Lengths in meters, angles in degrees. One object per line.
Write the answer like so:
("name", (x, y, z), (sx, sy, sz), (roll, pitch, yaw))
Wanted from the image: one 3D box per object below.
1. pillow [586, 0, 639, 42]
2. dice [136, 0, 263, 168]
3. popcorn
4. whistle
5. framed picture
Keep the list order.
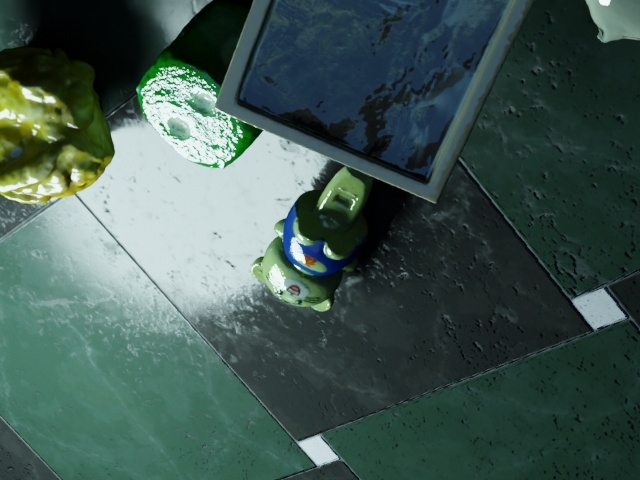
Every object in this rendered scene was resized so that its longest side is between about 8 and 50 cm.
("pillow", (0.331, -0.226, 1.013), (0.254, 0.078, 0.144), (3, 126, 29))
("dice", (-0.102, -0.160, 1.287), (0.131, 0.128, 0.120), (41, 136, -6))
("popcorn", (-0.320, -0.134, 1.428), (0.198, 0.156, 0.197), (11, 110, 31))
("whistle", (0.000, 0.000, 1.384), (0.105, 0.085, 0.227), (28, 135, -4))
("framed picture", (0.063, -0.213, 1.132), (0.241, 0.020, 0.324), (24, 117, -1))
